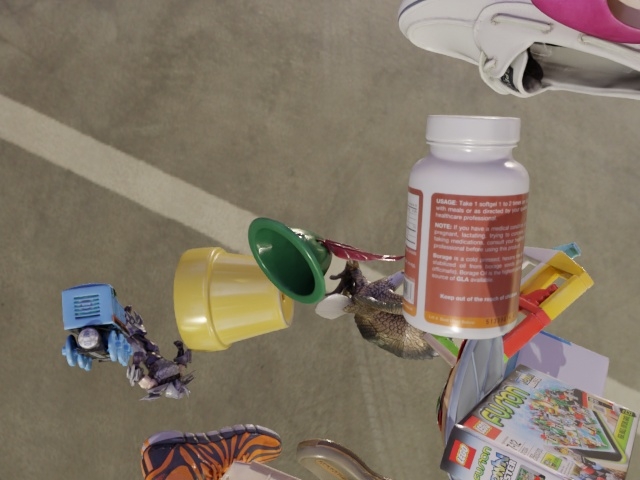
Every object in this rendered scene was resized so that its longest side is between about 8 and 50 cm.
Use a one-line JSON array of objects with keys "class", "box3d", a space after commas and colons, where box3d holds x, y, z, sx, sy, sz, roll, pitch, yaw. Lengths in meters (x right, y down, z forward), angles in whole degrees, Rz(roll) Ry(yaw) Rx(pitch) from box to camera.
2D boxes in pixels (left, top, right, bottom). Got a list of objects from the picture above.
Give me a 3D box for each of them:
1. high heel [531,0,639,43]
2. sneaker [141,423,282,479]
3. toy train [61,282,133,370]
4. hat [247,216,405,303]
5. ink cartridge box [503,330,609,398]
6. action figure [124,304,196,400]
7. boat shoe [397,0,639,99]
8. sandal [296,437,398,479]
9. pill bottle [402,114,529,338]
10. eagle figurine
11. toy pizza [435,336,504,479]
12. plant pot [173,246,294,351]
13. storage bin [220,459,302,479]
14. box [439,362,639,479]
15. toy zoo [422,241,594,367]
[{"class": "high heel", "box3d": [0.226, -0.149, 0.380, 0.244, 0.082, 0.117, 22, 25, 31]}, {"class": "sneaker", "box3d": [-0.224, 0.510, 1.428, 0.321, 0.124, 0.180, 1, 33, -22]}, {"class": "toy train", "box3d": [-0.310, 0.123, 0.919, 0.080, 0.184, 0.105, -5, 77, -9]}, {"class": "hat", "box3d": [0.000, 0.000, 1.186, 0.183, 0.173, 0.208, -41, 110, -32]}, {"class": "ink cartridge box", "box3d": [0.486, 0.352, 1.505, 0.198, 0.270, 0.197, 23, 64, 2]}, {"class": "action figure", "box3d": [-0.397, 0.263, 1.512, 0.285, 0.099, 0.185, 42, 14, 21]}, {"class": "boat shoe", "box3d": [0.174, -0.163, 0.547, 0.267, 0.096, 0.088, 17, 80, 31]}, {"class": "sandal", "box3d": [0.047, 0.260, 0.650, 0.180, 0.072, 0.049, 36, 44, -12]}, {"class": "pill bottle", "box3d": [0.149, -0.018, 0.673, 0.121, 0.121, 0.216, -3, 103, -19]}, {"class": "eagle figurine", "box3d": [0.162, 0.150, 1.545, 0.298, 0.225, 0.226, 39, 19, 30]}, {"class": "toy pizza", "box3d": [0.183, 0.196, 0.809, 0.032, 0.201, 0.201, 9, 50, 30]}, {"class": "plant pot", "box3d": [-0.196, 0.137, 1.582, 0.239, 0.254, 0.254, -4, 58, 9]}, {"class": "storage bin", "box3d": [-0.077, 0.581, 1.240, 0.260, 0.262, 0.123, 14, 31, 20]}, {"class": "box", "box3d": [0.183, 0.157, 0.521, 0.114, 0.036, 0.207, 21, 13, 26]}, {"class": "toy zoo", "box3d": [0.318, 0.104, 1.091, 0.293, 0.192, 0.030, -41, 106, -1]}]
